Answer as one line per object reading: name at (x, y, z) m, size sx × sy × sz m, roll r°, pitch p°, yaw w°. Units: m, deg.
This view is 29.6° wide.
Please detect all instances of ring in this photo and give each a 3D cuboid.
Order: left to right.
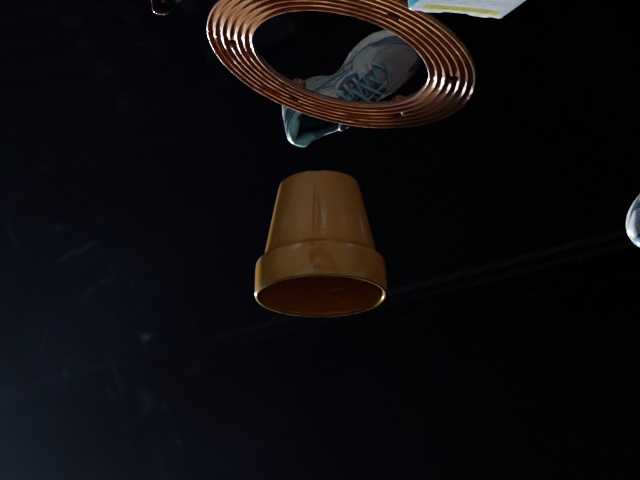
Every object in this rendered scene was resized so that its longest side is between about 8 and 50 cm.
ring at (0.026, -0.230, 1.479) m, size 0.336 × 0.336 × 0.032 m, roll 0°, pitch -114°, yaw 30°

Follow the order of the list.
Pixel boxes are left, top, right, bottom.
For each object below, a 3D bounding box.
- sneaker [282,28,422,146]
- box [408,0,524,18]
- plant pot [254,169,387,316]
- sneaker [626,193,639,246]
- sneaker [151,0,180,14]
sneaker at (0.057, -0.242, 2.036) m, size 0.283 × 0.110 × 0.122 m, roll -32°, pitch -150°, yaw 25°
box at (0.168, -0.256, 0.961) m, size 0.244 × 0.100 × 0.060 m, roll -30°, pitch -116°, yaw 58°
plant pot at (0.000, 0.000, 1.894) m, size 0.205 × 0.205 × 0.188 m, roll -9°, pitch -113°, yaw 21°
sneaker at (0.397, -0.023, 1.136) m, size 0.240 × 0.091 × 0.126 m, roll -24°, pitch -151°, yaw 32°
sneaker at (-0.161, -0.243, 1.049) m, size 0.057 × 0.119 × 0.047 m, roll -49°, pitch 171°, yaw 32°
